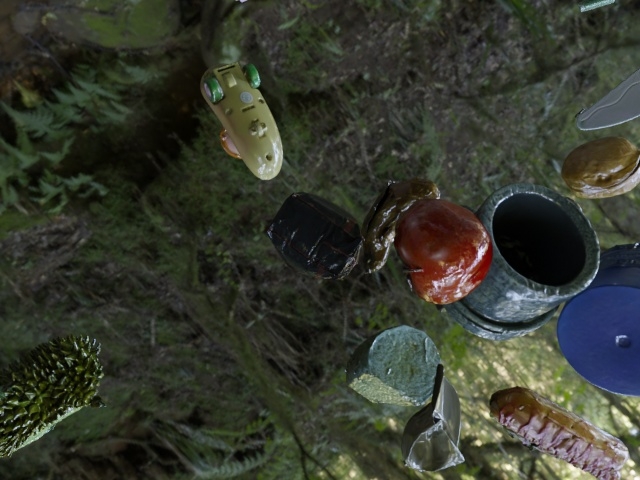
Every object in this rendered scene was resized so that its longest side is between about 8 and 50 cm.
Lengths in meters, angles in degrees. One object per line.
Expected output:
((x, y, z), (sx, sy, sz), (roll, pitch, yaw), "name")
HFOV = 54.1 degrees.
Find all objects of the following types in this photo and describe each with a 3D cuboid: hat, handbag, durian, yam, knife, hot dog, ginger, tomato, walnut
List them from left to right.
((-0.373, 0.192, 0.810), (0.221, 0.137, 0.095), (-27, 152, 19), "durian")
((0.000, 0.000, 1.239), (0.155, 0.169, 0.215), (-60, 173, -1), "handbag")
((0.187, 0.336, 1.666), (0.201, 0.202, 0.271), (-55, 179, -30), "yam")
((0.184, -0.056, 1.636), (0.107, 0.133, 0.309), (-34, 164, -47), "ginger")
((0.212, 0.351, 1.257), (0.144, 0.166, 0.173), (-24, -142, 10), "hat")
((0.196, 0.009, 1.019), (0.151, 0.187, 0.187), (-25, -170, 10), "tomato")
((0.221, 0.182, 0.581), (0.038, 0.144, 0.062), (-63, -173, -32), "hot dog")
((0.664, -0.168, 1.468), (0.180, 0.144, 0.144), (-21, -162, 36), "walnut")
((0.548, -0.275, 0.986), (0.336, 0.081, 0.043), (-43, 171, 4), "knife")

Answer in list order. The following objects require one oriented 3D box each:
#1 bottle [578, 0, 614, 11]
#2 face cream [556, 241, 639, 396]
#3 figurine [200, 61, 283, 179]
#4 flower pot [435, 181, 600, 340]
((0.716, -0.619, 1.627), (0.083, 0.030, 0.030), (-13, -163, 19), "bottle")
((0.626, 0.150, 1.260), (0.249, 0.249, 0.225), (-34, -178, 40), "face cream")
((-0.193, -0.284, 1.520), (0.124, 0.324, 0.222), (-24, 168, -20), "figurine")
((0.361, 0.037, 1.248), (0.299, 0.299, 0.282), (-44, 169, -28), "flower pot")
